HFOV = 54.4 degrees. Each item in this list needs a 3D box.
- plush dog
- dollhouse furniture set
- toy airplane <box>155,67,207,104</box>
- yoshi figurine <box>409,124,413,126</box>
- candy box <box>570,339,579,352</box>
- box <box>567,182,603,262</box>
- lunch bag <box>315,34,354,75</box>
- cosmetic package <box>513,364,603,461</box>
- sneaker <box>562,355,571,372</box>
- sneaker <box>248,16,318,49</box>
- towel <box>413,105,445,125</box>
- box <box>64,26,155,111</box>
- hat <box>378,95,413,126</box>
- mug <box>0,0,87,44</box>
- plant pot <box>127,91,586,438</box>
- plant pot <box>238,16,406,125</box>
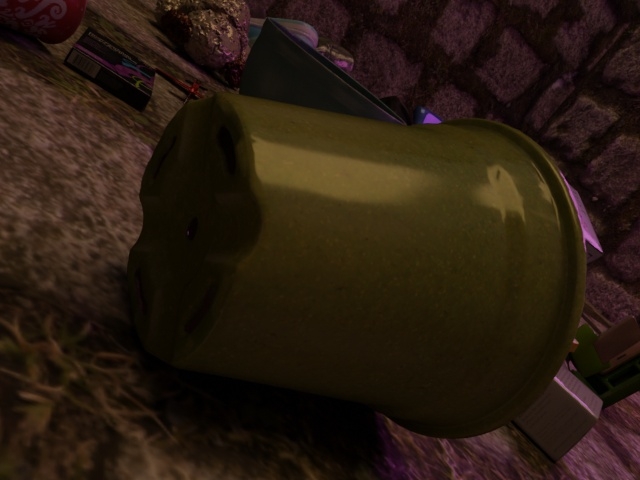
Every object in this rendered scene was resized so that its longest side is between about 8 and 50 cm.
[{"bbox_3d":[-0.238,-0.474,1.412,0.262,0.210,0.225,31,41,-27],"label":"plush dog"},{"bbox_3d":[0.515,0.151,1.248,0.197,0.151,0.301,54,6,-28],"label":"dollhouse furniture set"},{"bbox_3d":[-0.225,-0.264,1.089,0.151,0.028,0.151,33,16,-11],"label":"toy airplane"},{"bbox_3d":[0.200,-0.136,1.342,0.203,0.203,0.362,36,19,-11],"label":"yoshi figurine"},{"bbox_3d":[0.331,0.141,1.075,0.205,0.027,0.105,11,22,-16],"label":"candy box"},{"bbox_3d":[0.234,-0.005,0.920,0.231,0.262,0.127,24,46,-40],"label":"box"},{"bbox_3d":[-0.078,-0.528,1.862,0.256,0.213,0.305,10,27,-27],"label":"lunch bag"},{"bbox_3d":[0.263,0.175,0.850,0.231,0.085,0.117,43,16,23],"label":"cosmetic package"},{"bbox_3d":[0.405,0.206,1.121,0.075,0.063,0.170,39,17,-11],"label":"sneaker"},{"bbox_3d":[-0.178,-0.470,1.621,0.319,0.208,0.127,7,-17,15],"label":"sneaker"},{"bbox_3d":[0.247,-0.064,1.174,0.243,0.040,0.336,21,65,-45],"label":"towel"},{"bbox_3d":[-0.294,-0.248,0.889,0.116,0.029,0.162,31,16,-25],"label":"box"},{"bbox_3d":[0.164,-0.284,1.596,0.331,0.134,0.331,36,41,-38],"label":"hat"},{"bbox_3d":[-0.393,-0.301,0.734,0.169,0.150,0.113,-7,84,-63],"label":"mug"},{"bbox_3d":[0.007,0.009,0.472,0.254,0.276,0.276,12,29,-36],"label":"plant pot"},{"bbox_3d":[-0.026,-0.211,1.074,0.293,0.196,0.293,35,15,-11],"label":"plant pot"}]
